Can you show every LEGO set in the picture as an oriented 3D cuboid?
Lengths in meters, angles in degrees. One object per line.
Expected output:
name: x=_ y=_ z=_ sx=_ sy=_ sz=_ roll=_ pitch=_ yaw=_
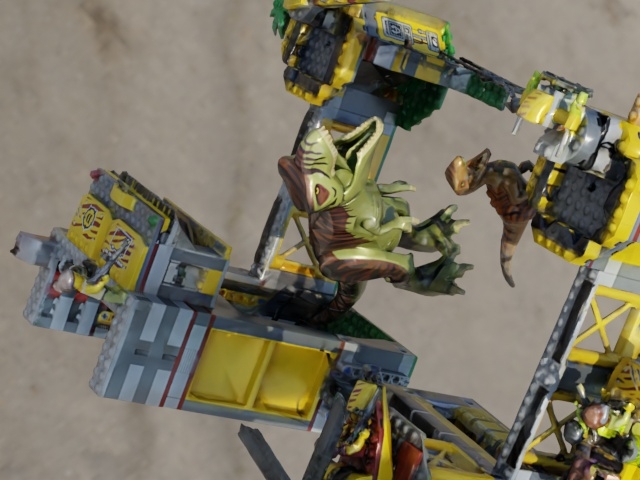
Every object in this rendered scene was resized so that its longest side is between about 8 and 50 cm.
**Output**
LEGO set: x=0.000 y=0.000 z=0.779 sx=0.192 sy=0.255 sz=0.331 roll=13 pitch=21 yaw=-35
